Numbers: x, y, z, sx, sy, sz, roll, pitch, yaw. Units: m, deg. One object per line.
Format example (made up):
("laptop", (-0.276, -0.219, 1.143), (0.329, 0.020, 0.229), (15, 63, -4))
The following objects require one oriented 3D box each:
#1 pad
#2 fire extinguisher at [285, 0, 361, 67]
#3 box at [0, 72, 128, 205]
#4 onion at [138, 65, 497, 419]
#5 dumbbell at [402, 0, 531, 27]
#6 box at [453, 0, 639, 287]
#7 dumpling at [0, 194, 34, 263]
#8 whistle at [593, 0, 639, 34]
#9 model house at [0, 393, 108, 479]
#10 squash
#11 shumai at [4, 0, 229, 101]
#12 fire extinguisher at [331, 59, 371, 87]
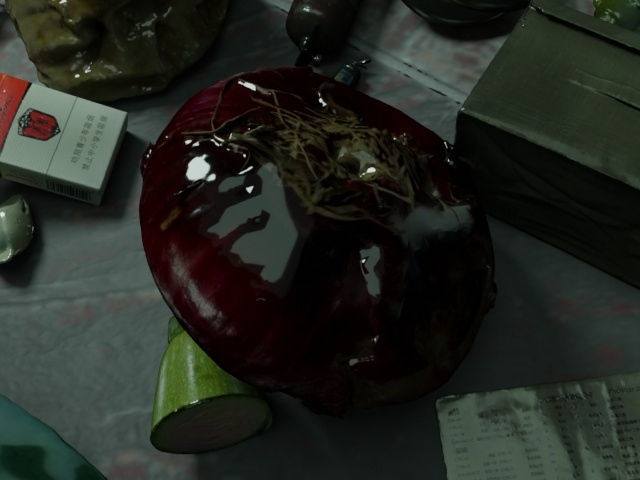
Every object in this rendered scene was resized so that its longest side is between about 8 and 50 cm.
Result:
("pad", (0.237, 0.189, 0.602), (0.264, 0.009, 0.160), (-8, 64, 2))
("fire extinguisher", (0.018, -0.293, 0.821), (0.072, 0.089, 0.268), (25, 66, -10))
("box", (-0.289, -0.107, 0.758), (0.152, 0.048, 0.100), (15, 63, -8))
("onion", (0.000, 0.000, 0.606), (0.313, 0.232, 0.314), (16, 49, -20))
("dumbbell", (0.159, -0.318, 0.732), (0.191, 0.290, 0.192), (-1, 99, -3))
("box", (0.254, -0.084, 0.655), (0.231, 0.155, 0.149), (29, 70, 17))
("dumpling", (-0.324, -0.009, 0.742), (0.059, 0.043, 0.077), (-17, 78, 16))
("whistle", (0.340, -0.249, 0.791), (0.198, 0.057, 0.104), (-38, 71, -5))
("model house", (-0.335, 0.293, 0.516), (0.294, 0.252, 0.329), (34, 94, -4))
("squash", (-0.103, 0.106, 0.637), (0.105, 0.105, 0.132), (-16, 53, -2))
("shumai", (-0.236, -0.345, 0.780), (0.266, 0.262, 0.314), (5, 63, 7))
("fire extinguisher", (0.019, -0.171, 0.796), (0.038, 0.025, 0.083), (23, 66, 41))
